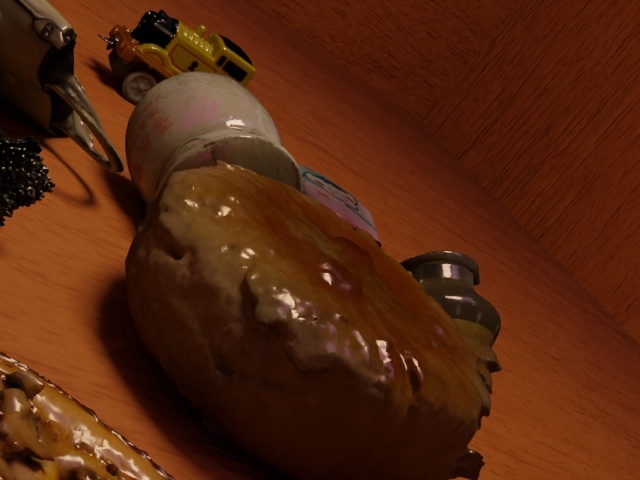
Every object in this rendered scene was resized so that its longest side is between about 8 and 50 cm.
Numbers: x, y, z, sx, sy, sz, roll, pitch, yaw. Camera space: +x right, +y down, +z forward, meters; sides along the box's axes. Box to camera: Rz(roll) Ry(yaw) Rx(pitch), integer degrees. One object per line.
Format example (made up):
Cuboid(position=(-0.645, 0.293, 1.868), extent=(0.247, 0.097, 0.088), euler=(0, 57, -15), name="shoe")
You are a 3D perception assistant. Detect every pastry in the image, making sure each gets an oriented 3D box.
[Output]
Cuboid(position=(-0.014, 0.065, 0.836), extent=(0.330, 0.136, 0.329), euler=(36, 15, -11), name="pastry")

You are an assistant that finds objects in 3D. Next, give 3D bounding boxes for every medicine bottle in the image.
Cuboid(position=(-0.103, -0.068, 1.010), extent=(0.147, 0.147, 0.143), euler=(30, 20, -38), name="medicine bottle")
Cuboid(position=(0.000, 0.000, 1.181), extent=(0.119, 0.094, 0.188), euler=(35, 14, -15), name="medicine bottle")

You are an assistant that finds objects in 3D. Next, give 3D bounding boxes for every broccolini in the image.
Cuboid(position=(-0.244, -0.059, 0.805), extent=(0.201, 0.074, 0.058), euler=(-137, -151, -67), name="broccolini")

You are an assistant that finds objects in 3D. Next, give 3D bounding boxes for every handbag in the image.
Cuboid(position=(-0.271, -0.188, 0.933), extent=(0.315, 0.109, 0.241), euler=(40, -14, 0), name="handbag")

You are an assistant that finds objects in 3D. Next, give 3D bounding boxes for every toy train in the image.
Cuboid(position=(-0.174, -0.216, 1.341), extent=(0.219, 0.127, 0.089), euler=(33, 14, -32), name="toy train")

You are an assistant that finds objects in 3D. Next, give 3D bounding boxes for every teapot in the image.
Cuboid(position=(0.116, 0.078, 1.192), extent=(0.166, 0.130, 0.119), euler=(8, 55, -11), name="teapot")

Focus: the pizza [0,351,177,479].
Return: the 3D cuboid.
Cuboid(position=(-0.144, 0.119, 0.457), extent=(0.251, 0.074, 0.288), euler=(42, 11, 21), name="pizza")
